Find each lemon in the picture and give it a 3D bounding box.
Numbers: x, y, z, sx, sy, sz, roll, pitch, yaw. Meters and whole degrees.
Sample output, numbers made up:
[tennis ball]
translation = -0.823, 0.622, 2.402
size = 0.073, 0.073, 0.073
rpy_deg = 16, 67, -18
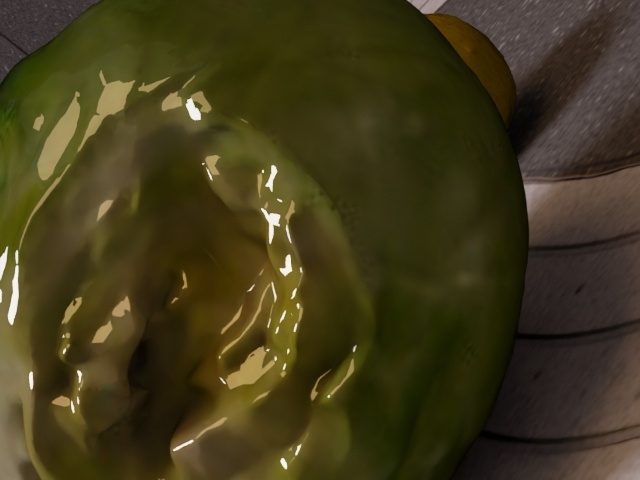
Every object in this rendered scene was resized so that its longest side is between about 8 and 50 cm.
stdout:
[lemon]
translation = 0.069, -0.088, 1.021
size = 0.109, 0.109, 0.133
rpy_deg = -37, 11, 47

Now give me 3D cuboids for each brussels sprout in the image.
[brussels sprout]
translation = -0.053, 0.026, 0.766
size = 0.344, 0.268, 0.344
rpy_deg = -51, 18, 23
